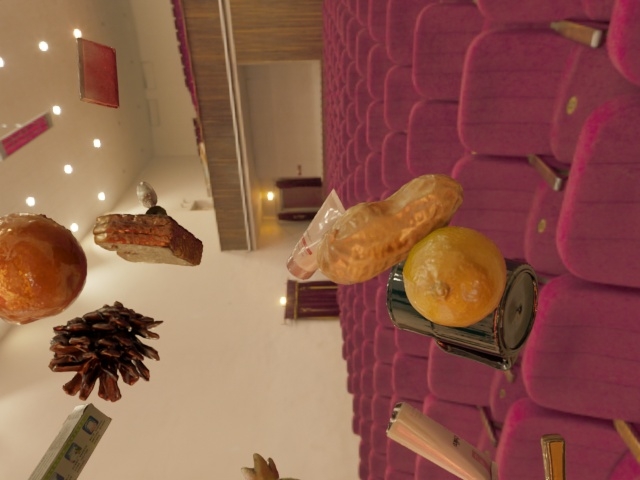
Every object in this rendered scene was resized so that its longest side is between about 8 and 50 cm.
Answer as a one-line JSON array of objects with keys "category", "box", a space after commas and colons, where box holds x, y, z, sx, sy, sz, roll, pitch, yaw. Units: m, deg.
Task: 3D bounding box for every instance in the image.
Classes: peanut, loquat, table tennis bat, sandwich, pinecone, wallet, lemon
[{"category": "peanut", "box": [0.136, -0.026, 0.976, 0.153, 0.325, 0.140, 52, -170, -24]}, {"category": "loquat", "box": [-0.852, 0.079, 1.420, 0.328, 0.329, 0.328, -1, -90, -89]}, {"category": "table tennis bat", "box": [0.372, 0.432, 0.762, 0.021, 0.154, 0.274, -77, -21, -80]}, {"category": "sandwich", "box": [-0.506, 0.002, 1.428, 0.273, 0.249, 0.095, 74, -160, -74]}, {"category": "pinecone", "box": [-0.449, 0.235, 1.024, 0.202, 0.229, 0.201, -49, 49, 30]}, {"category": "wallet", "box": [-0.702, -0.530, 1.538, 0.025, 0.119, 0.232, -30, 64, 45]}, {"category": "lemon", "box": [0.236, 0.063, 0.862, 0.203, 0.179, 0.178, -23, -66, -62]}]

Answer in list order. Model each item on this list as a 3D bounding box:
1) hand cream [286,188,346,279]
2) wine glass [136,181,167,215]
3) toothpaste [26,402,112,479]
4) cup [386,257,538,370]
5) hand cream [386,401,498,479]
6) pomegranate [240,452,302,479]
[{"category": "hand cream", "box": [0.000, 0.000, 1.265, 0.247, 0.083, 0.133, -56, 47, 35]}, {"category": "wine glass", "box": [-0.568, -0.132, 1.616, 0.262, 0.074, 0.074, 44, 142, 52]}, {"category": "toothpaste", "box": [-0.599, 0.533, 1.087, 0.081, 0.067, 0.336, 55, -148, -28]}, {"category": "cup", "box": [0.349, 0.170, 1.197, 0.242, 0.292, 0.307, -5, -81, -45]}, {"category": "hand cream", "box": [0.374, 0.628, 1.481, 0.118, 0.359, 0.185, -66, -14, 10]}, {"category": "pomegranate", "box": [-0.105, 0.651, 1.113, 0.286, 0.231, 0.230, 3, 94, 50]}]
